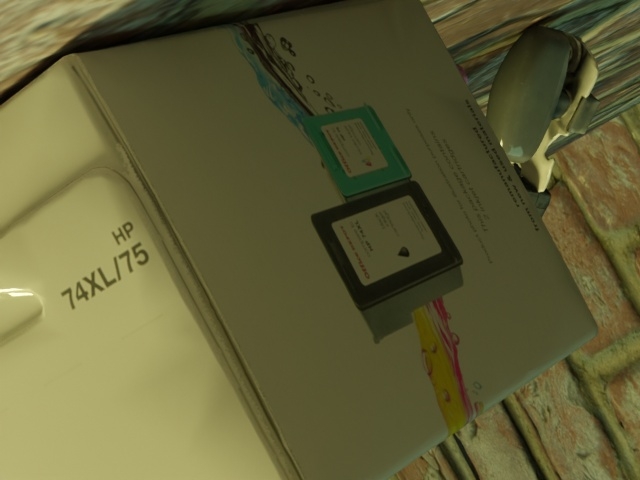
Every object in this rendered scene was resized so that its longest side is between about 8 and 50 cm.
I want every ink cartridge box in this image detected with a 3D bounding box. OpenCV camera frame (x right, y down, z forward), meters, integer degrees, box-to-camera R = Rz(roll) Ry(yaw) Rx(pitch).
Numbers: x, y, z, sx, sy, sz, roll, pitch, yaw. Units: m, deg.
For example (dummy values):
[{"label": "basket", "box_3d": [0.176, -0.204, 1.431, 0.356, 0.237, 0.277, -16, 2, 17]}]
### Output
[{"label": "ink cartridge box", "box_3d": [-0.047, 0.030, 0.754, 0.198, 0.197, 0.270, -31, 175, 33]}]

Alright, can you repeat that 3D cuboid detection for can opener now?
[{"label": "can opener", "box_3d": [0.125, -0.038, 1.314, 0.095, 0.076, 0.283, 9, 115, -40]}]

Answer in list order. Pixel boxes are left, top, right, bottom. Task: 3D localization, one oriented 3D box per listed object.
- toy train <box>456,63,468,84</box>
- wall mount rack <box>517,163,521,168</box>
[{"label": "toy train", "box_3d": [0.051, -0.079, 1.200, 0.125, 0.046, 0.166, -29, 177, 12]}, {"label": "wall mount rack", "box_3d": [0.104, -0.002, 2.059, 0.350, 0.130, 0.304, -26, 176, -25]}]
